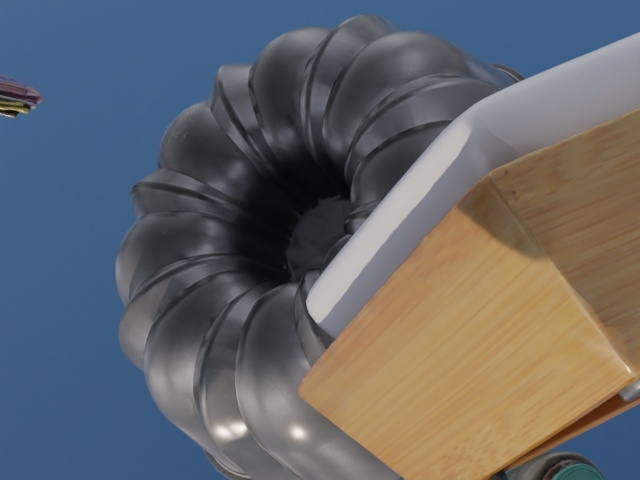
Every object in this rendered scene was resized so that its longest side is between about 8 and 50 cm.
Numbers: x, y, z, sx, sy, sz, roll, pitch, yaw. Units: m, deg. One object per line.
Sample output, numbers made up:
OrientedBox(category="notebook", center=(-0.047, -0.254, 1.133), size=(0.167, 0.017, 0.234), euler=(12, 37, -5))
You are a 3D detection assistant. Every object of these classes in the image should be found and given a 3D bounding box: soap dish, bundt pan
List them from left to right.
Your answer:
OrientedBox(category="bundt pan", center=(0.000, 0.000, 1.054), size=(0.331, 0.124, 0.330), euler=(-17, -122, 30))
OrientedBox(category="soap dish", center=(0.152, -0.005, 0.705), size=(0.291, 0.229, 0.118), euler=(-23, -104, -26))

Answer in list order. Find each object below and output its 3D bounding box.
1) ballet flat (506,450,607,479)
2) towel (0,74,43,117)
OrientedBox(category="ballet flat", center=(0.147, 0.204, 0.814), size=(0.072, 0.213, 0.068), euler=(-22, 172, -37))
OrientedBox(category="towel", center=(-0.113, -0.047, 0.483), size=(0.060, 0.009, 0.083), euler=(10, -175, -16))
